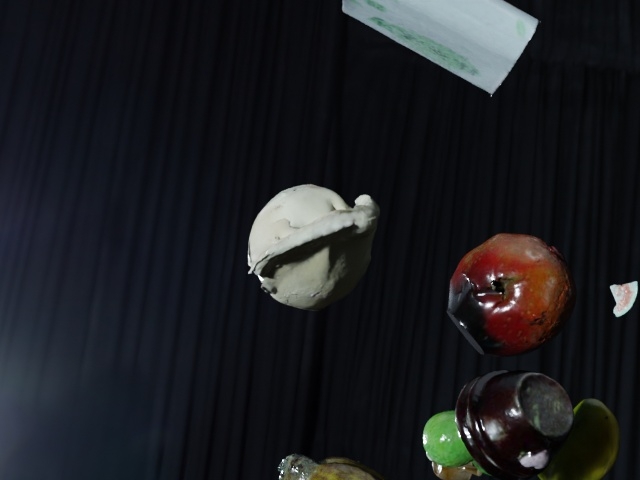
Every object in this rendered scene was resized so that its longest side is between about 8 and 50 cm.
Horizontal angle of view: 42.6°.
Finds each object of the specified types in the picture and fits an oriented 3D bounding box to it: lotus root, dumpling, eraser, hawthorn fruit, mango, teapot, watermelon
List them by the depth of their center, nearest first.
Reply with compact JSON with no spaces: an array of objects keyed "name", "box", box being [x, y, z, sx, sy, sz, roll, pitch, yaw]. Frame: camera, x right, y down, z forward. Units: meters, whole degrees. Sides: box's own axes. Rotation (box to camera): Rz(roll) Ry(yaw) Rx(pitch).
[{"name":"dumpling","box":[0.000,0.000,0.826,0.136,0.118,0.199,-40,174,11]},{"name":"lotus root","box":[0.038,0.316,0.941,0.210,0.120,0.120,33,163,-3]},{"name":"eraser","box":[0.142,-0.277,1.010,0.227,0.081,0.174,29,175,2]},{"name":"mango","box":[0.464,0.375,1.469,0.086,0.122,0.191,-20,153,-54]},{"name":"teapot","box":[0.277,0.440,1.627,0.080,0.084,0.110,4,173,-20]},{"name":"watermelon","box":[0.637,0.121,1.740,0.061,0.085,0.085,34,169,11]},{"name":"hawthorn fruit","box":[0.431,0.131,1.888,0.316,0.315,0.316,7,165,2]}]

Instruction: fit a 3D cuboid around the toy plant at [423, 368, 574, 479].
[{"name":"toy plant","box":[0.285,0.303,1.307,0.218,0.175,0.235,12,145,-29]}]
